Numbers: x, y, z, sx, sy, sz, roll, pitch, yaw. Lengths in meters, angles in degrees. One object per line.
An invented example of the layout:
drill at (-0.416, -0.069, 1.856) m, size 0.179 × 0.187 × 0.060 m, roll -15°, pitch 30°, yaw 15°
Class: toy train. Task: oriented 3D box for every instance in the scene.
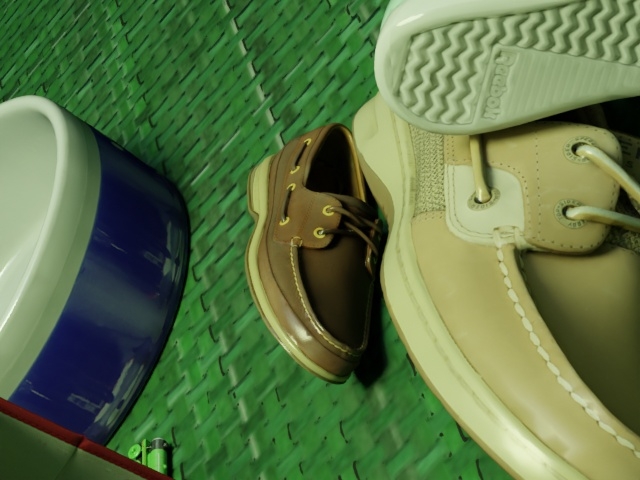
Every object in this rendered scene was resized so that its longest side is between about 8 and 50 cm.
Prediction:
toy train at (-0.094, 0.143, 1.008) m, size 0.024 × 0.017 × 0.083 m, roll -31°, pitch 39°, yaw 22°

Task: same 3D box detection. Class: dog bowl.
dog bowl at (-0.207, 0.044, 1.171) m, size 0.265 × 0.104 × 0.265 m, roll -34°, pitch 38°, yaw 33°

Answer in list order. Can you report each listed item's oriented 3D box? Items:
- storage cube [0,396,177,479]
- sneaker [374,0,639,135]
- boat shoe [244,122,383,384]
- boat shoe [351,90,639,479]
storage cube at (-0.142, 0.211, 0.853) m, size 0.193 × 0.184 × 0.215 m, roll -55°, pitch 32°, yaw 7°
sneaker at (0.153, -0.127, 0.762) m, size 0.256 × 0.094 × 0.151 m, roll -6°, pitch 37°, yaw 12°
boat shoe at (0.000, 0.000, 0.955) m, size 0.060 × 0.064 × 0.178 m, roll -44°, pitch 31°, yaw 26°
boat shoe at (0.097, -0.004, 0.766) m, size 0.110 × 0.122 × 0.341 m, roll -47°, pitch 31°, yaw 18°
